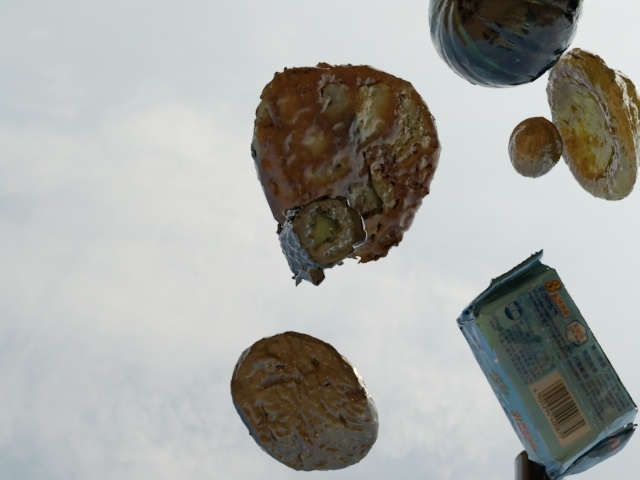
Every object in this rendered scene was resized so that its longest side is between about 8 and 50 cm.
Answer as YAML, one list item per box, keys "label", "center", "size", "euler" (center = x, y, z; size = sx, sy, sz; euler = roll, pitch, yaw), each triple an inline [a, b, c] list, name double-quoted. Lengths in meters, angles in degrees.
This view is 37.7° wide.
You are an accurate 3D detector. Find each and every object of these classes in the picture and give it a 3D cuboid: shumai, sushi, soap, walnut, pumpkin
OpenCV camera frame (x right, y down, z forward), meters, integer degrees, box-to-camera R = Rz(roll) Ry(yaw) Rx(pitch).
- label: "shumai"
  center: [-0.016, 0.141, 0.883]
  size: [0.123, 0.139, 0.105]
  euler: [-42, -153, 17]
- label: "sushi"
  center: [0.000, -0.002, 1.143]
  size: [0.094, 0.098, 0.084]
  euler: [-22, -177, -23]
- label: "soap"
  center: [0.307, 0.173, 1.268]
  size: [0.156, 0.077, 0.293]
  euler: [-27, -95, -16]
- label: "walnut"
  center: [0.414, -0.181, 1.808]
  size: [0.105, 0.124, 0.105]
  euler: [6, -149, -4]
- label: "pumpkin"
  center: [0.309, -0.414, 1.630]
  size: [0.239, 0.315, 0.315]
  euler: [19, -144, -24]

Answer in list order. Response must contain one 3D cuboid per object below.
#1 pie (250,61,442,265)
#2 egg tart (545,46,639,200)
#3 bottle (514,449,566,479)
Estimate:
- label: "pie"
  center: [0.042, -0.114, 1.296]
  size: [0.308, 0.308, 0.085]
  euler: [-35, -159, -22]
- label: "egg tart"
  center: [0.564, -0.237, 1.848]
  size: [0.128, 0.319, 0.319]
  euler: [-20, -137, -8]
- label: "bottle"
  center: [0.295, 0.392, 1.242]
  size: [0.072, 0.082, 0.244]
  euler: [-31, -155, 31]
